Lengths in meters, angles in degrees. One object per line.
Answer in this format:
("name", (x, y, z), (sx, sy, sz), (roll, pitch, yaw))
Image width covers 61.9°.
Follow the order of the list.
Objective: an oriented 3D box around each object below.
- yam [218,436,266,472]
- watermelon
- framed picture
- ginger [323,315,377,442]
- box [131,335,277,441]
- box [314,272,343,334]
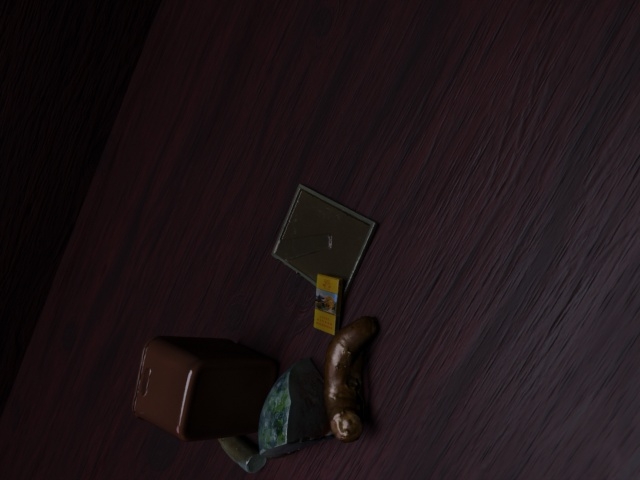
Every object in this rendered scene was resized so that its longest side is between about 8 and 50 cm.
("yam", (-0.240, 0.629, 1.594), (0.169, 0.068, 0.068), (13, 89, 44))
("watermelon", (-0.047, 0.457, 1.432), (0.319, 0.214, 0.289), (98, -173, -49))
("framed picture", (0.000, 0.000, 1.547), (0.335, 0.022, 0.247), (31, 102, 43))
("ginger", (0.066, 0.344, 1.347), (0.133, 0.107, 0.309), (-20, 63, 54))
("box", (-0.322, 0.423, 1.538), (0.229, 0.339, 0.239), (9, 86, 42))
("box", (0.021, 0.173, 1.463), (0.087, 0.023, 0.155), (12, 100, 50))
